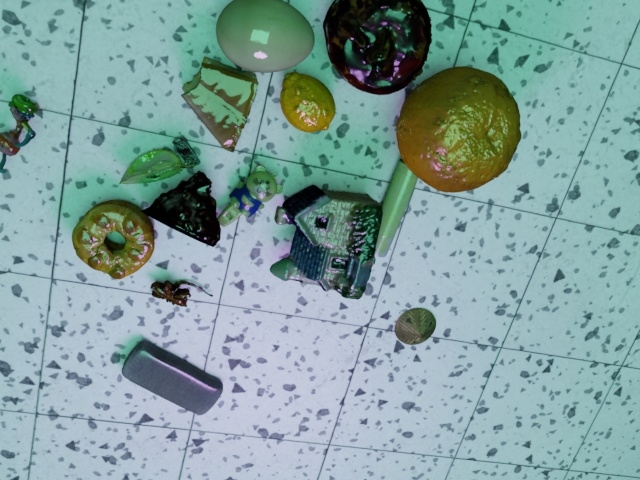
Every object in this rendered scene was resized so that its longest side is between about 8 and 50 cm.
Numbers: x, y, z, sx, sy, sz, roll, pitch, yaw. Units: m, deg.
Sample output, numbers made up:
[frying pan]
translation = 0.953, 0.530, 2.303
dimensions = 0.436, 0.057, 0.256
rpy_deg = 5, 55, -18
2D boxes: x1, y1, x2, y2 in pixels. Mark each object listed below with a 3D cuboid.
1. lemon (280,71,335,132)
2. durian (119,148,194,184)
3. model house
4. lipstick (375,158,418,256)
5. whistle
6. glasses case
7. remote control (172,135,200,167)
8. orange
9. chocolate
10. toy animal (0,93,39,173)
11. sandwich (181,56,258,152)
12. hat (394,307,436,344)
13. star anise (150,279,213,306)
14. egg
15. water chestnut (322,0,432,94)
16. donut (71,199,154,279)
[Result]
[lemon]
translation = -0.039, -0.373, 1.765
dimensions = 0.142, 0.142, 0.187
rpy_deg = -36, 112, 8
[durian]
translation = -0.445, -0.196, 1.799
dimensions = 0.215, 0.100, 0.086
rpy_deg = -16, 119, 5
[model house]
translation = 0.000, -0.001, 1.889
dimensions = 0.284, 0.243, 0.299
rpy_deg = 10, 103, -11
[lipstick]
translation = 0.220, -0.099, 1.970
dimensions = 0.076, 0.076, 0.304
rpy_deg = 14, 112, -15
[whistle]
translation = -0.210, -0.122, 1.881
dimensions = 0.227, 0.085, 0.105
rpy_deg = -40, 105, 10
[glasses case]
translation = -0.473, 0.444, 2.098
dimensions = 0.323, 0.074, 0.131
rpy_deg = 34, 106, -21
[remote control]
translation = -0.376, -0.249, 1.835
dimensions = 0.039, 0.014, 0.096
rpy_deg = -29, 117, 4
[orange]
translation = 0.367, -0.301, 1.785
dimensions = 0.340, 0.293, 0.341
rpy_deg = -7, 108, -23
[chocolate]
translation = -0.348, -0.102, 1.829
dimensions = 0.206, 0.224, 0.177
rpy_deg = 33, 81, -45
[toy animal]
translation = -0.803, -0.273, 1.705
dimensions = 0.103, 0.100, 0.208
rpy_deg = 37, 92, 17
[sandwich]
translation = -0.284, -0.361, 1.749
dimensions = 0.186, 0.108, 0.220
rpy_deg = 15, 114, -15
[hat]
translation = 0.324, 0.303, 2.170
dimensions = 0.145, 0.067, 0.146
rpy_deg = -4, 115, -8
[star anise]
translation = -0.422, 0.159, 1.986
dimensions = 0.190, 0.070, 0.097
rpy_deg = 19, 137, -18
[egg]
translation = -0.138, -0.520, 1.655
dimensions = 0.253, 0.189, 0.189
rpy_deg = 7, 113, -17
[water chestnut]
translation = 0.151, -0.509, 1.664
dimensions = 0.299, 0.300, 0.300
rpy_deg = -4, 115, -8
[donut]
translation = -0.581, -0.006, 1.855
dimensions = 0.226, 0.114, 0.227
rpy_deg = -3, 114, -8
